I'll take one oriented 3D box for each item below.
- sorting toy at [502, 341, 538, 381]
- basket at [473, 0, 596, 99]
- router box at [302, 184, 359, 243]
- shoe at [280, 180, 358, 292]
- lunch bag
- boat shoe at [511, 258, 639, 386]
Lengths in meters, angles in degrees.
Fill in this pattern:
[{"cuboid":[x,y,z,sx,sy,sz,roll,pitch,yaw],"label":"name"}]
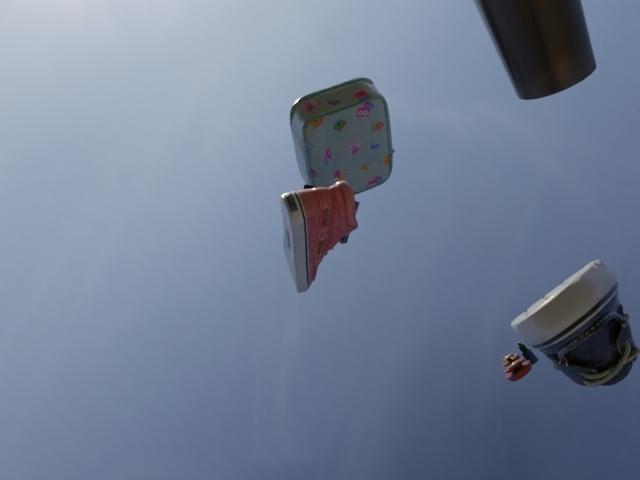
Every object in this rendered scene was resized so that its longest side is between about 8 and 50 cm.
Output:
[{"cuboid":[0.331,0.203,0.985,0.061,0.102,0.042,-39,-101,9],"label":"sorting toy"},{"cuboid":[0.334,-0.352,0.914,0.154,0.226,0.204,-25,-159,14],"label":"basket"},{"cuboid":[0.011,-0.056,1.220,0.123,0.038,0.092,22,-80,20],"label":"router box"},{"cuboid":[0.000,0.000,0.698,0.081,0.178,0.063,-16,-124,-11],"label":"shoe"},{"cuboid":[0.056,-0.221,1.324,0.224,0.279,0.107,-24,-128,-9],"label":"lunch bag"},{"cuboid":[0.317,0.107,0.678,0.121,0.335,0.119,-41,-114,17],"label":"boat shoe"}]
